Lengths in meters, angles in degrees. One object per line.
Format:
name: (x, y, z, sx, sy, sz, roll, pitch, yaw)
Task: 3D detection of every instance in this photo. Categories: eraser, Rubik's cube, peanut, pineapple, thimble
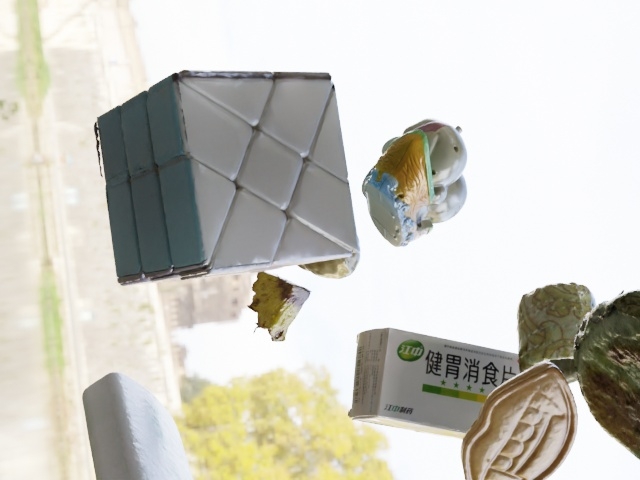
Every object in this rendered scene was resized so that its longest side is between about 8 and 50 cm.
eraser: (-0.226, 0.319, 1.395, 0.189, 0.104, 0.290, 53, 1, -31)
Rubik's cube: (-0.117, -0.070, 1.288, 0.225, 0.221, 0.231, -14, -97, 54)
peanut: (0.000, 0.000, 1.630, 0.236, 0.110, 0.120, -142, -126, -66)
pineapple: (-0.066, 0.109, 1.855, 0.116, 0.069, 0.137, -30, -128, 33)
thimble: (0.410, 0.170, 1.861, 0.190, 0.138, 0.143, 106, -13, -61)

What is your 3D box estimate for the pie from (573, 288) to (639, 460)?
pie: (0.431, 0.191, 1.319, 0.302, 0.067, 0.302, 44, -26, 28)

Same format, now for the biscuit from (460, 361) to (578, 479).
biscuit: (0.262, 0.259, 1.393, 0.220, 0.142, 0.029, -61, -162, 16)

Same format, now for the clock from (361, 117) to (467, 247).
clock: (0.133, -0.078, 1.406, 0.103, 0.144, 0.231, 44, -14, 22)

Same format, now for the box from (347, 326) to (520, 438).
box: (0.229, 0.281, 2.029, 0.145, 0.333, 0.173, 145, -44, -68)
